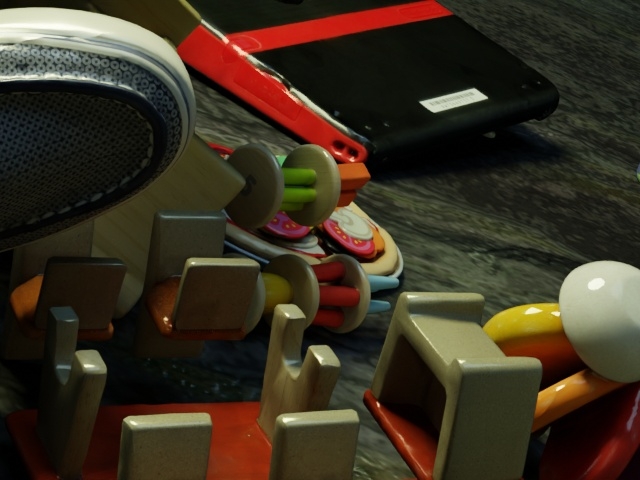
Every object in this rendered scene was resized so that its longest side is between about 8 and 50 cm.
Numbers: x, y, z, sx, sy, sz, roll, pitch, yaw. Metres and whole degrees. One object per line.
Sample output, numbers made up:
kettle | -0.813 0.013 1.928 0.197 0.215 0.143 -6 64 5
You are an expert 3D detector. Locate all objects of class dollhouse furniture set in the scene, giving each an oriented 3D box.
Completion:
dollhouse furniture set | -0.026 0.104 0.937 0.259 0.135 0.262 1 28 -25

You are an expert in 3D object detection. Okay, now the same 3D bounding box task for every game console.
game console | 0.009 -0.186 1.739 0.342 0.060 0.386 38 30 21

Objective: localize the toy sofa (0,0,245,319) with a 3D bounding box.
toy sofa | -0.174 -0.086 1.212 0.150 0.177 0.362 41 12 -22

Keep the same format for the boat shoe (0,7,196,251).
boat shoe | -0.215 -0.006 0.843 0.340 0.127 0.158 -13 34 -7

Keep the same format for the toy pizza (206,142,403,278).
toy pizza | -0.029 -0.026 1.347 0.201 0.032 0.201 21 20 -8

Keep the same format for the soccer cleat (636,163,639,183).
soccer cleat | 0.419 -0.066 1.874 0.121 0.093 0.289 28 18 31

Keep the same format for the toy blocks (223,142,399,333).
toy blocks | 0.000 0.000 1.181 0.054 0.123 0.148 19 12 41

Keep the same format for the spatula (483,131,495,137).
spatula | 0.075 -0.163 1.846 0.242 0.019 0.168 29 17 7

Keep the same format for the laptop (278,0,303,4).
laptop | -0.234 -0.183 1.158 0.407 0.236 0.382 19 25 -8

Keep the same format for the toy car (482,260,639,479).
toy car | 0.180 0.103 1.128 0.182 0.159 0.136 13 57 -30
